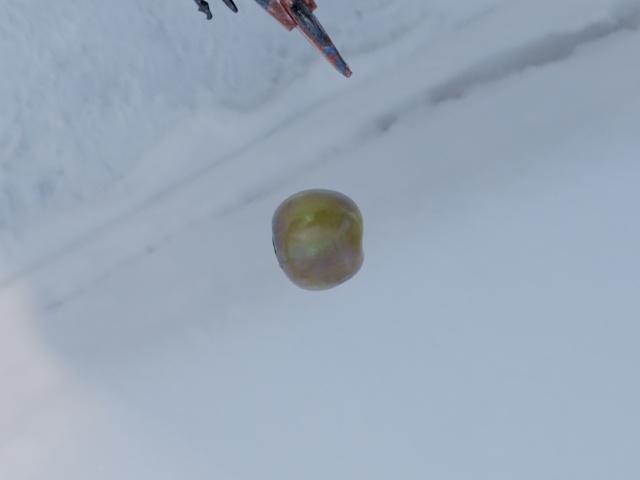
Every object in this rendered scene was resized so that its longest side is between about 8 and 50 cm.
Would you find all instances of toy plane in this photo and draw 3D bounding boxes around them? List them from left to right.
[{"bbox_3d":[-0.040,-0.197,1.014,0.130,0.061,0.189,-41,104,-6],"label":"toy plane"}]

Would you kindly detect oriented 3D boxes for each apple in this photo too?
[{"bbox_3d":[0.000,0.000,1.464,0.102,0.099,0.114,-12,107,5],"label":"apple"}]
